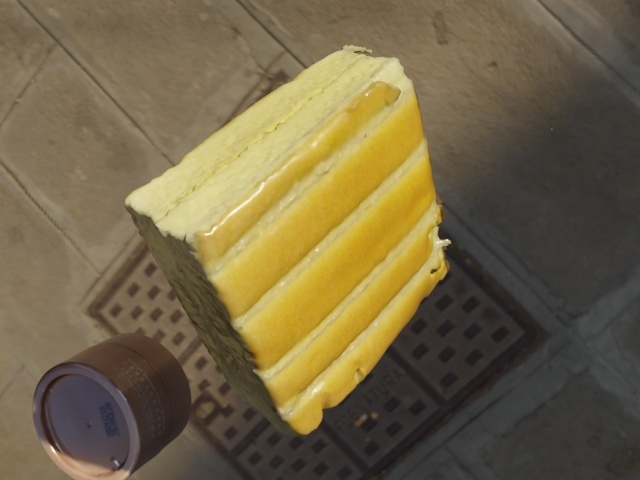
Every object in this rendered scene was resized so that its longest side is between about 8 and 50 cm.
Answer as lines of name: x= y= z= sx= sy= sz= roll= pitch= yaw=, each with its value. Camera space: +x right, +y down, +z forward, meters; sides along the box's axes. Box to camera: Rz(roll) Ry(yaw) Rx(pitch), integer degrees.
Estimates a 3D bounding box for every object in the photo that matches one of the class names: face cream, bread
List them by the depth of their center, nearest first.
bread: x=0.000 y=0.000 z=0.564 sx=0.111 sy=0.246 sz=0.239 roll=21 pitch=144 yaw=39
face cream: x=-0.239 y=0.192 z=0.794 sx=0.149 sy=0.104 sz=0.149 roll=5 pitch=104 yaw=22
